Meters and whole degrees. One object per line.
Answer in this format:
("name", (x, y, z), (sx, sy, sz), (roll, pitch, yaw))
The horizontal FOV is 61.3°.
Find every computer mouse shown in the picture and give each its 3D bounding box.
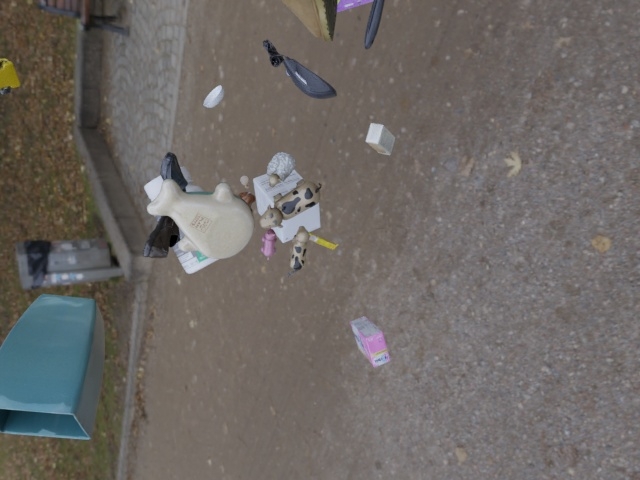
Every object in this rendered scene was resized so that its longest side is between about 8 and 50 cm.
("computer mouse", (-0.067, -0.489, 1.624), (0.060, 0.262, 0.184), (-54, 0, 6))

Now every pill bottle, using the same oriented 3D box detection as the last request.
("pill bottle", (-0.492, -0.077, 2.013), (0.204, 0.204, 0.361), (-19, 101, 58))

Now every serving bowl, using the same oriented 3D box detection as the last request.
("serving bowl", (-0.332, -0.450, 1.711), (0.083, 0.027, 0.083), (-29, 38, 26))

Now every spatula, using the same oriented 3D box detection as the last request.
("spatula", (0.127, -0.468, 0.907), (0.030, 0.084, 0.297), (27, 123, 6))

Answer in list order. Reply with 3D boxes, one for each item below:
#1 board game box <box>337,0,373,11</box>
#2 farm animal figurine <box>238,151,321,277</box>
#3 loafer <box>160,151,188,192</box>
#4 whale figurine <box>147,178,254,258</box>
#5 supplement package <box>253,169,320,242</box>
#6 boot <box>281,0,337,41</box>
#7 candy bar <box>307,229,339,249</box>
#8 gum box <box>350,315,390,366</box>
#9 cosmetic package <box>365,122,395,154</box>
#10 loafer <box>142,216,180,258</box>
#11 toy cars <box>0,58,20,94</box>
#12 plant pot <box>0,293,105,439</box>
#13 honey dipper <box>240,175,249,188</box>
("board game box", (0.076, -0.879, 1.799), (0.056, 0.346, 0.208), (-97, -10, -48))
("farm animal figurine", (-0.114, -0.080, 1.817), (0.327, 0.330, 0.172), (-48, 14, 4))
("loafer", (-0.472, -0.200, 1.769), (0.223, 0.078, 0.076), (101, -172, -53))
("whale figurine", (-0.302, -0.070, 1.385), (0.216, 0.272, 0.141), (-54, 31, 16))
("supplement package", (-0.152, -0.168, 2.443), (0.263, 0.198, 0.199), (49, 153, 40))
("boot", (-0.116, -0.406, 0.846), (0.236, 0.269, 0.089), (54, -135, -72))
("candy bar", (0.000, 0.000, 2.211), (0.040, 0.161, 0.018), (-43, 33, 41))
("gum box", (0.164, 0.337, 1.829), (0.188, 0.062, 0.107), (-145, 37, -73))
("cosmetic package", (0.177, -0.296, 1.586), (0.041, 0.115, 0.060), (16, 87, 27))
("loafer", (-0.445, -0.015, 1.571), (0.080, 0.078, 0.220), (-58, 13, 38))
("toy cars", (-1.029, -0.385, 1.533), (0.394, 0.176, 0.087), (-46, 63, 10))
("plant pot", (-0.500, 0.231, 1.023), (0.165, 0.165, 0.234), (107, 169, -55))
("honey dipper", (-0.278, -0.214, 2.007), (0.160, 0.030, 0.031), (160, 105, -84))
